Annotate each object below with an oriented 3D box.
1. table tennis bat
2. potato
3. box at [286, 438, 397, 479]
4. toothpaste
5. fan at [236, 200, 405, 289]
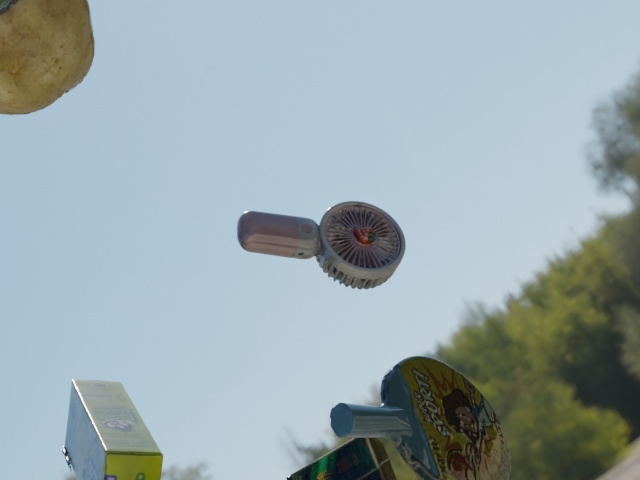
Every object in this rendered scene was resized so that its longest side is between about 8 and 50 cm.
[{"bbox_3d":[0.138,0.245,1.953,0.329,0.215,0.044,13,-40,-45],"label":"table tennis bat"},{"bbox_3d":[-0.445,-0.292,2.151,0.285,0.242,0.242,-43,-10,-17],"label":"potato"},{"bbox_3d":[0.059,0.443,2.366,0.159,0.240,0.071,-34,-38,14],"label":"box"},{"bbox_3d":[-0.282,0.282,1.998,0.077,0.110,0.327,6,9,-19],"label":"toothpaste"},{"bbox_3d":[0.000,0.000,2.140,0.244,0.130,0.074,7,-38,-15],"label":"fan"}]
